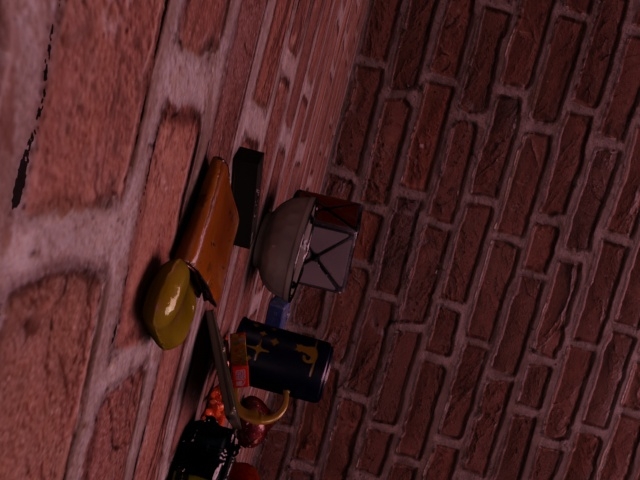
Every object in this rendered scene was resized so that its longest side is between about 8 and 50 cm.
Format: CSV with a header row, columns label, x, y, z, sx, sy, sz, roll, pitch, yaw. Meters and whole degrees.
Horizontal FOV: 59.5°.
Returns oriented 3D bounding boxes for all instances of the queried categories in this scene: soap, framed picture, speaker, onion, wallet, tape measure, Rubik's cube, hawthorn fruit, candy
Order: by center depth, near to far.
label,x,y,z,sx,sy,sz,roll,pitch,yaw
soap,-0.181,0.079,0.677,0.140,0.045,0.089,103,5,-61
wallet,-0.160,-0.005,0.804,0.195,0.042,0.161,93,7,-69
speaker,-0.130,-0.069,0.976,0.040,0.046,0.191,-72,175,-48
framed picture,-0.179,0.257,1.072,0.260,0.023,0.189,101,-24,-66
tape measure,-0.232,0.458,1.116,0.186,0.112,0.199,99,5,-51
candy,-0.183,0.267,1.255,0.122,0.038,0.062,-110,-161,-61
hawthorn fruit,-0.262,0.751,1.673,0.251,0.189,0.190,-122,-137,-66
Rubik's cube,0.000,0.000,1.950,0.259,0.254,0.260,-71,175,-60
onion,-0.226,0.646,1.989,0.184,0.147,0.184,-177,-90,-83

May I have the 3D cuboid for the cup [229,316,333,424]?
label,x,y,z,sx,sy,sz,roll,pitch,yaw
cup,-0.115,0.359,1.476,0.178,0.256,0.255,98,8,-72

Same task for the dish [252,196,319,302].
label,x,y,z,sx,sy,sz,roll,pitch,yaw
dish,-0.094,0.009,1.413,0.303,0.120,0.303,15,90,-88

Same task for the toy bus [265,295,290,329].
label,x,y,z,sx,sy,sz,roll,pitch,yaw
toy bus,-0.176,0.325,2.124,0.094,0.079,0.237,-35,143,-61

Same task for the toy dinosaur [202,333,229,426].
label,x,y,z,sx,sy,sz,roll,pitch,yaw
toy dinosaur,-0.228,0.354,1.264,0.101,0.055,0.280,-109,-148,-77
